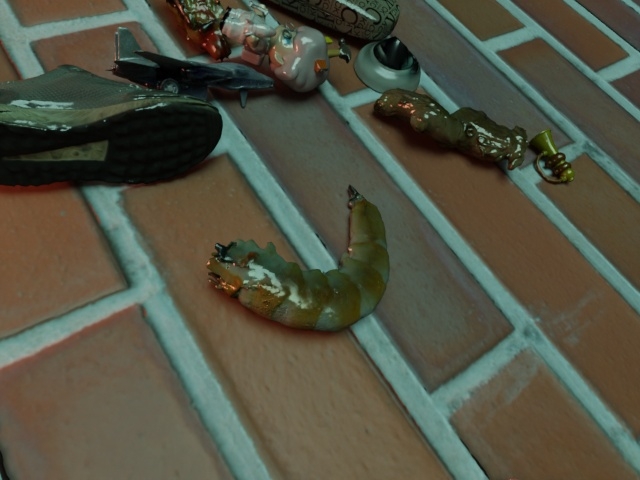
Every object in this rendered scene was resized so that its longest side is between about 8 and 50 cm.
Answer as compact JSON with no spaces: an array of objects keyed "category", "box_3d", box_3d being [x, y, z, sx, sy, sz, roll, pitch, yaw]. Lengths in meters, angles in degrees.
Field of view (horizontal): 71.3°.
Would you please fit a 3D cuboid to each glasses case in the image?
[{"category":"glasses case","box_3d":[-0.004,-0.522,0.931,0.354,0.085,0.137,26,53,4]}]

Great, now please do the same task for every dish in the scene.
[{"category":"dish","box_3d":[0.144,-0.363,0.879,0.141,0.078,0.141,7,58,-11]}]

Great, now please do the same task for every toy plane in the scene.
[{"category":"toy plane","box_3d":[-0.199,-0.261,0.729,0.267,0.212,0.088,5,101,-32]}]

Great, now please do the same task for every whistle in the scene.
[{"category":"whistle","box_3d":[0.443,-0.157,0.855,0.057,0.046,0.109,-8,67,-35]}]

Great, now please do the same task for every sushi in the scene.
[{"category":"sushi","box_3d":[-0.222,-0.420,0.813,0.103,0.097,0.226,-27,84,-21]}]

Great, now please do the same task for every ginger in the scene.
[{"category":"ginger","box_3d":[0.239,-0.214,0.810,0.290,0.084,0.122,18,64,-2]}]

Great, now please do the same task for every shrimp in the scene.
[{"category":"shrimp","box_3d":[0.009,0.029,0.617,0.287,0.068,0.185,-33,74,-30]}]

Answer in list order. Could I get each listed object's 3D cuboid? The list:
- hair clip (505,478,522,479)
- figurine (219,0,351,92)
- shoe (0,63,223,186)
[{"category":"hair clip","box_3d":[0.247,0.324,0.461,0.102,0.138,0.123,22,64,6]},{"category":"figurine","box_3d":[-0.063,-0.333,0.781,0.228,0.112,0.137,19,45,-18]},{"category":"shoe","box_3d":[-0.317,-0.178,0.635,0.336,0.132,0.171,-8,52,-18]}]
